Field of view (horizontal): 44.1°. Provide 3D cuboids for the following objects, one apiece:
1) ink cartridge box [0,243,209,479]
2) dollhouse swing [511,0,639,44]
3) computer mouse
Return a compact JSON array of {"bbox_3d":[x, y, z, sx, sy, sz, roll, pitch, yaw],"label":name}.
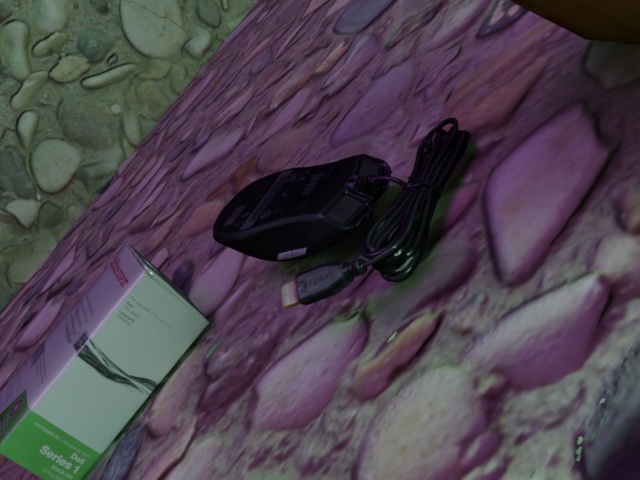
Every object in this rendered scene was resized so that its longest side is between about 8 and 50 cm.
[{"bbox_3d":[-0.231,0.124,0.828,0.219,0.092,0.160,-50,22,-6],"label":"ink cartridge box"},{"bbox_3d":[0.228,-0.264,0.381,0.305,0.315,0.347,-66,19,10],"label":"dollhouse swing"},{"bbox_3d":[0.000,0.000,0.654,0.262,0.060,0.184,-14,35,37],"label":"computer mouse"}]
